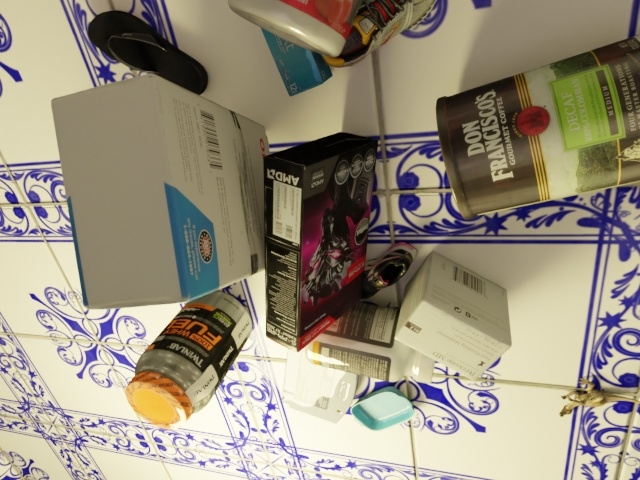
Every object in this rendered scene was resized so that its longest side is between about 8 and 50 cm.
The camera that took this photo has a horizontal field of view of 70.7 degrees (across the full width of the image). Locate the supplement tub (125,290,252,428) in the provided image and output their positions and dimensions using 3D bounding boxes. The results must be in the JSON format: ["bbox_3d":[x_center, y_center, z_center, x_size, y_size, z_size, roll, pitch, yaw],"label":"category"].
[{"bbox_3d":[-0.314,0.282,1.106,0.194,0.316,0.193,9,123,14],"label":"supplement tub"}]

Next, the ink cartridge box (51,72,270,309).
[{"bbox_3d":[-0.209,-0.069,0.753,0.166,0.395,0.285,-7,93,14],"label":"ink cartridge box"}]

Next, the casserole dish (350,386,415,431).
[{"bbox_3d":[0.167,0.449,1.211,0.114,0.037,0.188,45,123,-10],"label":"casserole dish"}]

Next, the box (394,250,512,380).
[{"bbox_3d":[0.264,0.145,0.900,0.181,0.182,0.119,28,125,1],"label":"box"}]

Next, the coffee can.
[{"bbox_3d":[0.336,-0.158,0.678,0.276,0.201,0.201,-13,115,25],"label":"coffee can"}]

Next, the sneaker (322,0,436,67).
[{"bbox_3d":[0.095,-0.348,0.712,0.225,0.092,0.088,-34,105,32],"label":"sneaker"}]

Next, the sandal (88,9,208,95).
[{"bbox_3d":[-0.341,-0.365,0.876,0.255,0.054,0.097,27,125,2],"label":"sandal"}]

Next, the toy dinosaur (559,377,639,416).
[{"bbox_3d":[0.608,0.346,0.995,0.183,0.053,0.093,-28,124,38],"label":"toy dinosaur"}]

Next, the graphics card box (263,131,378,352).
[{"bbox_3d":[0.000,0.000,0.854,0.094,0.233,0.370,20,121,31],"label":"graphics card box"}]

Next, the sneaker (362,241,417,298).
[{"bbox_3d":[0.127,0.075,0.970,0.072,0.077,0.178,38,126,-4],"label":"sneaker"}]

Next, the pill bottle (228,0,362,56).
[{"bbox_3d":[0.008,-0.436,0.608,0.176,0.176,0.318,25,106,4],"label":"pill bottle"}]

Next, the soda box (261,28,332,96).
[{"bbox_3d":[-0.055,-0.364,0.770,0.071,0.067,0.210,-13,115,25],"label":"soda box"}]

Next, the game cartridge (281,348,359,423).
[{"bbox_3d":[0.003,0.363,1.206,0.198,0.062,0.297,13,124,6],"label":"game cartridge"}]

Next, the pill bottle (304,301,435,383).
[{"bbox_3d":[0.117,0.225,1.013,0.279,0.162,0.162,10,123,14],"label":"pill bottle"}]
